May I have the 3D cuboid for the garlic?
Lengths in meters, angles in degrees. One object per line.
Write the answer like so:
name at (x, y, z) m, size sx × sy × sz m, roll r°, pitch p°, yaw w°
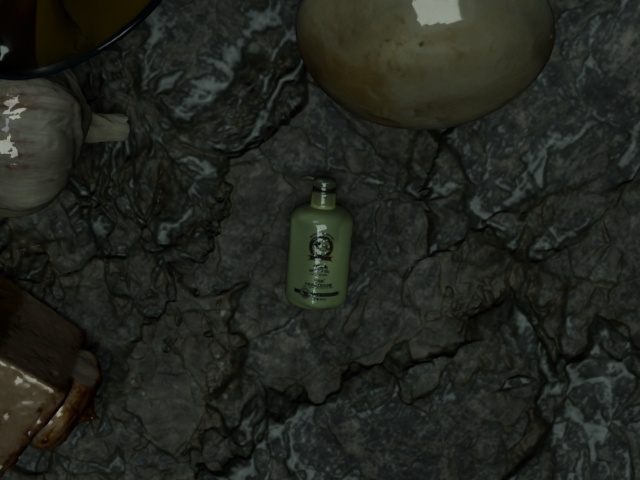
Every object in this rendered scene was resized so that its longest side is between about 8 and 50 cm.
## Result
garlic at (-0.318, -0.130, 1.427) m, size 0.212 × 0.218 × 0.218 m, roll -1°, pitch 110°, yaw -30°

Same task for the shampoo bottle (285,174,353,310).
shampoo bottle at (0.000, 0.000, 1.506) m, size 0.079 × 0.079 × 0.162 m, roll 5°, pitch 108°, yaw -1°

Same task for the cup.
cup at (-0.297, -0.372, 1.268) m, size 0.308 × 0.242 × 0.292 m, roll -38°, pitch 78°, yaw 8°

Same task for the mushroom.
mushroom at (0.113, -0.277, 1.356) m, size 0.293 × 0.292 × 0.290 m, roll -2°, pitch 76°, yaw 1°

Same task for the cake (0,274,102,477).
cake at (-0.416, 0.168, 1.510) m, size 0.293 × 0.196 × 0.198 m, roll 34°, pitch 106°, yaw -15°
